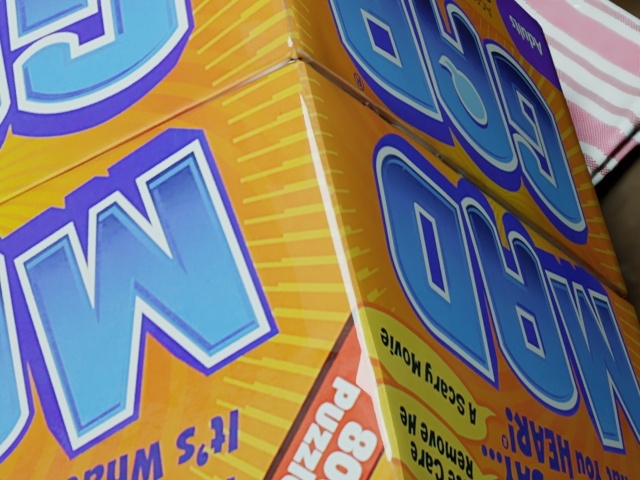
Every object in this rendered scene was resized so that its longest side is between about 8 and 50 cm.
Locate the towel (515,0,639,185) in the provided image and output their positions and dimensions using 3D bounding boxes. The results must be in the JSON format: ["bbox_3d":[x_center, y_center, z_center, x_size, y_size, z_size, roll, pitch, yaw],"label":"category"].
[{"bbox_3d":[0.116,-0.077,1.101,0.197,0.029,0.144,-41,51,-12],"label":"towel"}]

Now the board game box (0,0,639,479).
[{"bbox_3d":[-0.072,0.048,0.896,0.356,0.356,0.356,-24,63,22],"label":"board game box"}]
